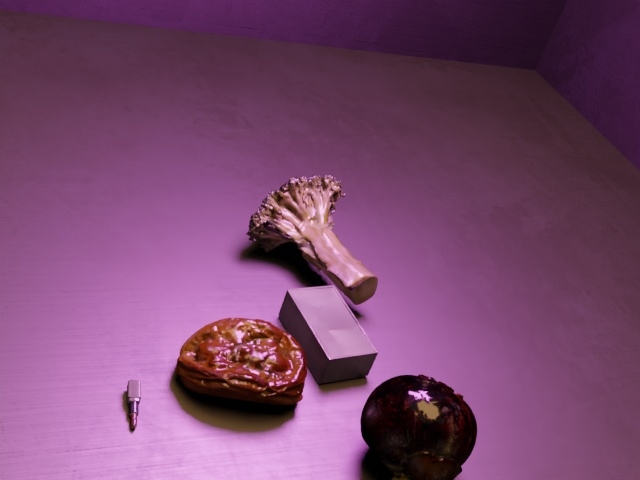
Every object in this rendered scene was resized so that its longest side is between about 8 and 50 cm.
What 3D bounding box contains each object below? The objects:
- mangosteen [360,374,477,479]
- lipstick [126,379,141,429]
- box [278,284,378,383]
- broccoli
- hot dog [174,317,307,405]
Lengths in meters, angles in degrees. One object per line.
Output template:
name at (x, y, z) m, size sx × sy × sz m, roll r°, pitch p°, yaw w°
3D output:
mangosteen at (0.183, 0.407, 1.740) m, size 0.231 × 0.231 × 0.289 m, roll 18°, pitch 69°, yaw -3°
lipstick at (-0.363, 0.322, 1.720) m, size 0.025 × 0.025 × 0.107 m, roll 7°, pitch 43°, yaw -18°
box at (0.014, 0.211, 2.008) m, size 0.129 × 0.086 × 0.225 m, roll -3°, pitch 40°, yaw -31°
broccoli at (0.014, -0.004, 2.198) m, size 0.361 × 0.221 × 0.252 m, roll 33°, pitch 38°, yaw 14°
hot dog at (-0.159, 0.255, 1.832) m, size 0.272 × 0.122 × 0.196 m, roll 14°, pitch 41°, yaw -12°
